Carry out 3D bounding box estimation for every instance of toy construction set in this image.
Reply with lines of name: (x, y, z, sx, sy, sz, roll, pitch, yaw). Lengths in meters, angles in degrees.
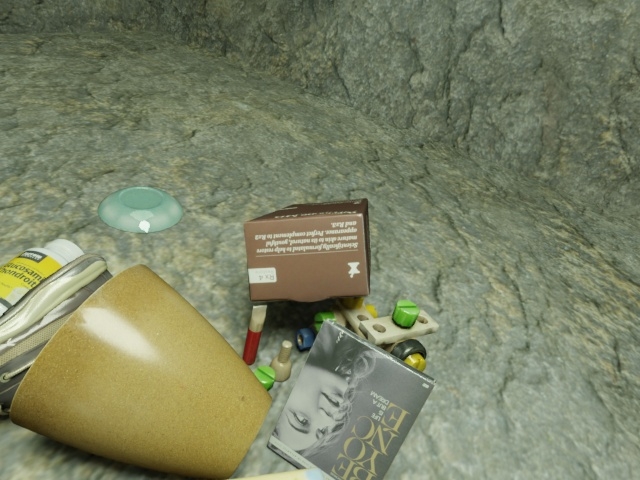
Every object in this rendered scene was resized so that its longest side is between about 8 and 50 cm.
toy construction set: (0.037, 0.155, 0.670, 0.309, 0.237, 0.257, 10, 35, -7)

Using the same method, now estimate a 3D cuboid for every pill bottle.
pill bottle: (-0.485, 0.076, 0.691, 0.103, 0.103, 0.184, 17, 34, 1)

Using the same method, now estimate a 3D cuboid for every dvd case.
dvd case: (0.034, 0.241, 0.568, 0.164, 0.221, 0.018, 27, 14, 16)

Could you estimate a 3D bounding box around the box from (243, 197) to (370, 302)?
box: (0.000, 0.000, 0.804, 0.191, 0.143, 0.381, -4, 10, 7)

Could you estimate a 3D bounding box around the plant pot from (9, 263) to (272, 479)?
plant pot: (-0.204, 0.200, 0.553, 0.254, 0.237, 0.237, 34, 35, -1)

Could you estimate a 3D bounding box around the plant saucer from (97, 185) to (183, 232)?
plant saucer: (-0.436, -0.089, 1.007, 0.195, 0.037, 0.195, 10, 35, -7)

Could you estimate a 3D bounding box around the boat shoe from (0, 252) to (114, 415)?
boat shoe: (-0.409, 0.168, 0.547, 0.355, 0.132, 0.130, -48, 111, -30)

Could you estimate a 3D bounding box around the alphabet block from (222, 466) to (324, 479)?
alphabet block: (-0.090, 0.353, 0.377, 0.197, 0.193, 0.192, 3, 35, -18)
